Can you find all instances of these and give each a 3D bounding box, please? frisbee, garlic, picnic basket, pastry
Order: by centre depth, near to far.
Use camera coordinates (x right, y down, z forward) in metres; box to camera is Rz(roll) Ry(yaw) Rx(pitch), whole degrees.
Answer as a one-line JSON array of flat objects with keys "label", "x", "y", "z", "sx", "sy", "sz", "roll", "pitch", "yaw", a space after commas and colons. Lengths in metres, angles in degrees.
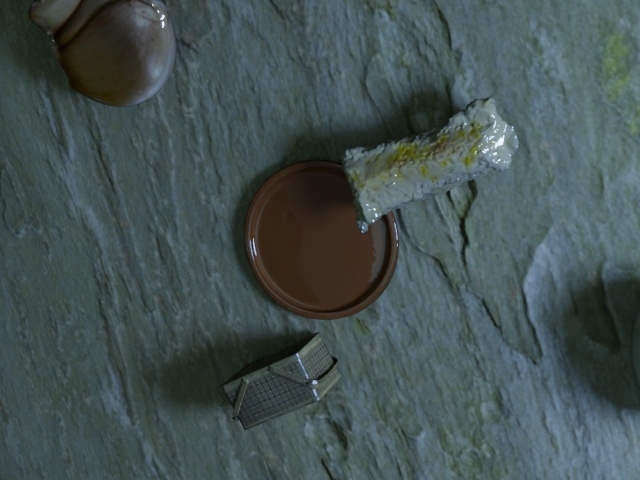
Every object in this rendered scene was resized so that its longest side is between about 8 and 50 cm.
[{"label": "pastry", "x": 0.150, "y": -0.116, "z": 1.389, "sx": 0.259, "sy": 0.089, "sz": 0.121, "roll": -24, "pitch": 101, "yaw": 16}, {"label": "garlic", "x": -0.309, "y": -0.318, "z": 1.507, "sx": 0.228, "sy": 0.110, "sz": 0.217, "roll": -16, "pitch": 107, "yaw": 32}, {"label": "frisbee", "x": 0.000, "y": 0.000, "z": 1.509, "sx": 0.251, "sy": 0.021, "sz": 0.250, "roll": 4, "pitch": 102, "yaw": 19}, {"label": "picnic basket", "x": -0.060, "y": 0.217, "z": 1.523, "sx": 0.164, "sy": 0.115, "sz": 0.079, "roll": -26, "pitch": 94, "yaw": 22}]

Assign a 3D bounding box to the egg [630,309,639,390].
[{"label": "egg", "x": 0.491, "y": 0.159, "z": 1.302, "sx": 0.151, "sy": 0.151, "sz": 0.209, "roll": -7, "pitch": 102, "yaw": 20}]
